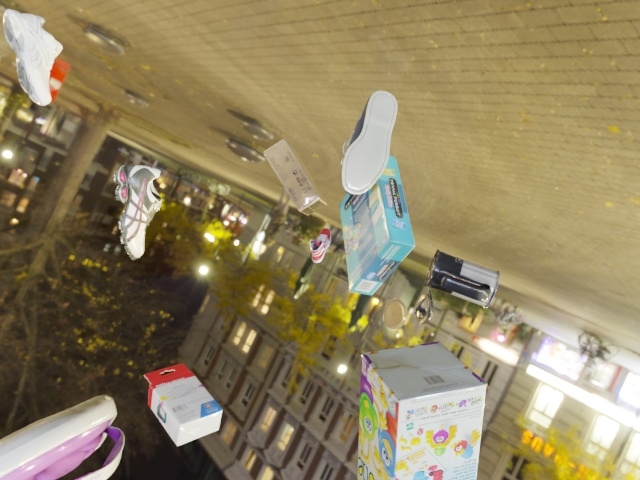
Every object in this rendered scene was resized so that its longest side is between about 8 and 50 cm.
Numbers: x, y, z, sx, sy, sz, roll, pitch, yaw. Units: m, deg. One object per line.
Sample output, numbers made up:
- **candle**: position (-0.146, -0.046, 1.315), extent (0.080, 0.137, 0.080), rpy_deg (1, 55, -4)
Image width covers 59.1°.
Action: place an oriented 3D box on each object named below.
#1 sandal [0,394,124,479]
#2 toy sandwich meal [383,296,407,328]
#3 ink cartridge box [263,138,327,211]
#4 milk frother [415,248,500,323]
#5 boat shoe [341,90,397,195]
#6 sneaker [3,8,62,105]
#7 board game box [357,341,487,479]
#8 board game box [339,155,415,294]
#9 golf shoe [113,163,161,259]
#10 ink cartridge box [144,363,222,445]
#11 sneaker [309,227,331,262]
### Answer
- **sandal**: position (-0.288, 0.255, 0.625), extent (0.102, 0.169, 0.416), rpy_deg (59, 159, 7)
- **toy sandwich meal**: position (0.200, 0.195, 1.495), extent (0.029, 0.086, 0.085), rpy_deg (21, -178, -44)
- **ink cartridge box**: position (-0.081, -0.207, 1.902), extent (0.235, 0.088, 0.193), rpy_deg (59, -175, 7)
- **milk frother**: position (0.279, 0.114, 1.167), extent (0.134, 0.143, 0.129), rpy_deg (20, -148, 7)
- **boat shoe**: position (0.100, -0.208, 1.242), extent (0.095, 0.255, 0.079), rpy_deg (16, 163, -8)
- **sneaker**: position (-0.673, -0.442, 1.359), extent (0.115, 0.233, 0.090), rpy_deg (-17, -175, -38)
- **board game box**: position (0.147, 0.320, 0.877), extent (0.144, 0.276, 0.142), rpy_deg (-4, -163, -17)
- **board game box**: position (0.156, -0.050, 1.655), extent (0.079, 0.336, 0.254), rpy_deg (12, 139, -20)
- **golf shoe**: position (-0.495, -0.073, 1.552), extent (0.120, 0.273, 0.105), rpy_deg (-3, -156, -14)
- **ink cartridge box**: position (-0.396, 0.457, 1.598), extent (0.134, 0.078, 0.231), rpy_deg (-9, -148, -40)
- **sneaker**: position (0.000, 0.000, 1.644), extent (0.042, 0.119, 0.067), rpy_deg (8, 148, 16)
